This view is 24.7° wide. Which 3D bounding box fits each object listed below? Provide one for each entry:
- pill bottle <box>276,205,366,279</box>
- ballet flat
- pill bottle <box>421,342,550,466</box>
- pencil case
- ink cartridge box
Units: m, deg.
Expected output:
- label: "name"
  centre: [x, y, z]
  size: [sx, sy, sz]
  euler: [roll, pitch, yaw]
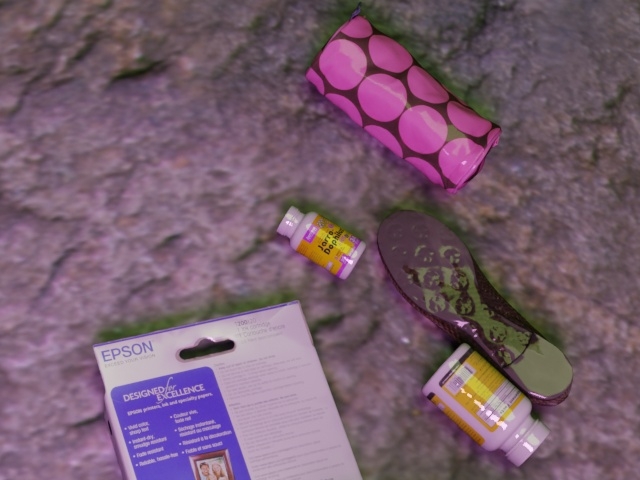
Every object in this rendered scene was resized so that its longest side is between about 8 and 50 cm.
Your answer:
- label: "pill bottle"
  centre: [0.000, 0.000, 1.429]
  size: [0.083, 0.043, 0.043]
  euler: [31, 58, 1]
- label: "ballet flat"
  centre: [0.150, 0.068, 1.438]
  size: [0.084, 0.058, 0.250]
  euler: [-44, 74, -9]
- label: "pill bottle"
  centre: [0.157, 0.157, 1.379]
  size: [0.116, 0.065, 0.065]
  euler: [43, 59, 8]
- label: "pencil case"
  centre: [0.090, -0.144, 1.513]
  size: [0.209, 0.095, 0.098]
  euler: [42, 43, 6]
- label: "ink cartridge box"
  centre: [-0.082, 0.171, 1.309]
  size: [0.206, 0.045, 0.208]
  euler: [-11, 67, -22]
